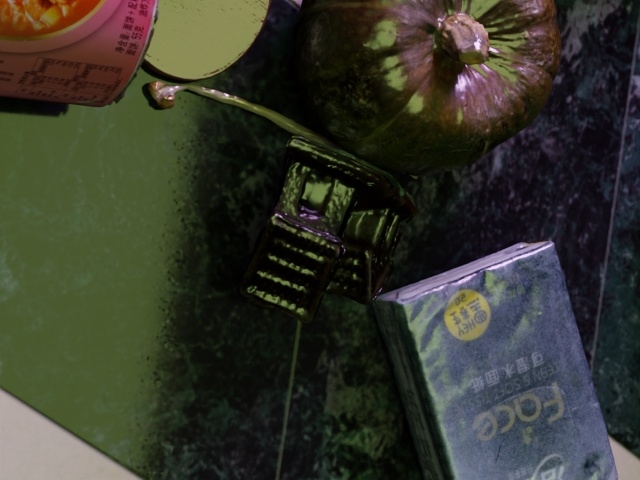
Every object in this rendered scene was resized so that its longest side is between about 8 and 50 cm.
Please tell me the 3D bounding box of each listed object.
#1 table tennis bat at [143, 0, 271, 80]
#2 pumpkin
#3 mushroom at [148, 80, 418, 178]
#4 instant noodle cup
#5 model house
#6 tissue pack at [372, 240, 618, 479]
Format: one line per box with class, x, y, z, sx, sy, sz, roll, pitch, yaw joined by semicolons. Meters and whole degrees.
table tennis bat;-0.096;-0.247;1.287;0.130;0.019;0.220;36;79;-16
pumpkin;0.102;-0.180;1.280;0.260;0.189;0.260;-1;94;-21
mushroom;-0.028;-0.106;1.321;0.286;0.026;0.028;15;102;-24
instant noodle cup;-0.274;-0.212;1.120;0.255;0.244;0.243;10;88;-31
model house;0.006;0.002;1.291;0.165;0.106;0.152;22;82;-17
tissue pack;0.174;0.148;1.379;0.185;0.081;0.257;-20;98;-20
